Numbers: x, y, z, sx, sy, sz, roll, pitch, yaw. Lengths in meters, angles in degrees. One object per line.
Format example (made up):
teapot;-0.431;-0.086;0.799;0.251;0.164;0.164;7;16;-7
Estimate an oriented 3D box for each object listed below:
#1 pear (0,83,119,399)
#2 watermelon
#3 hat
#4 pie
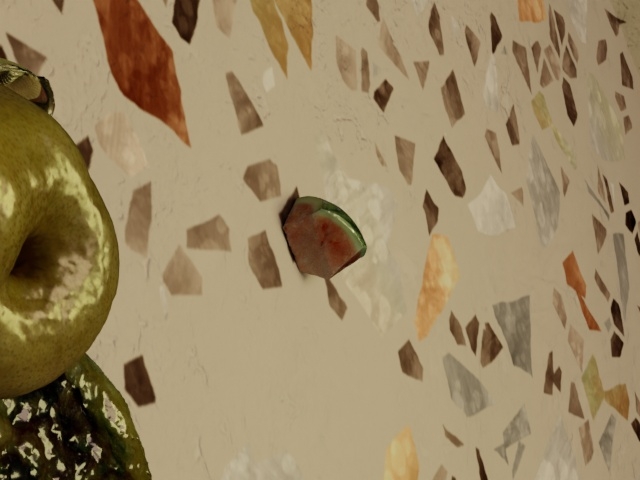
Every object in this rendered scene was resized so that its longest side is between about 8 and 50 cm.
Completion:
pear;-0.247;-0.003;1.024;0.188;0.211;0.228;-57;143;-33
watermelon;-0.001;-0.006;1.673;0.084;0.072;0.092;62;-10;-7
hat;-0.244;-0.098;1.219;0.077;0.059;0.076;25;92;-47
pie;-0.201;0.193;1.177;0.323;0.070;0.323;38;46;-53
